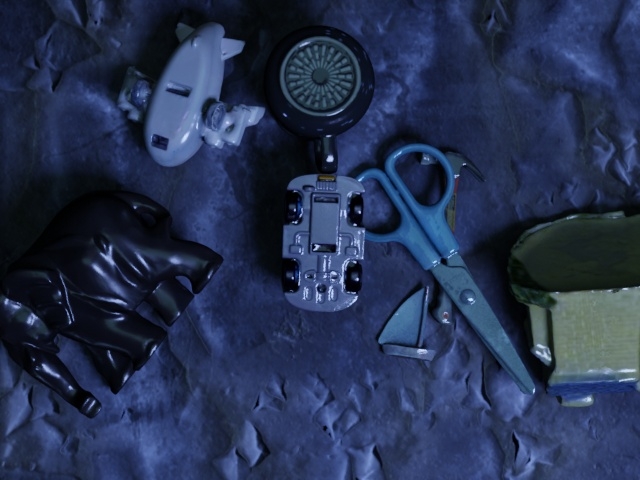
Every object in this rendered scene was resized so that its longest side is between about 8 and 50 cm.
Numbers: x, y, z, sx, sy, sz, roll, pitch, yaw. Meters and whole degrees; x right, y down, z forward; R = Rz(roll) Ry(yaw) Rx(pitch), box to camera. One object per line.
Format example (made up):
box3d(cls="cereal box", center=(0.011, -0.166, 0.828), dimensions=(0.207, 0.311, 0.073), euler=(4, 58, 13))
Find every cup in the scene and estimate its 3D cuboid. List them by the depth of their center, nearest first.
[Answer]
box3d(cls="cup", center=(-0.005, -0.212, 1.381), dimensions=(0.169, 0.176, 0.223), euler=(-5, 90, -8))

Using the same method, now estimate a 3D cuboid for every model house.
box3d(cls="model house", center=(0.467, 0.121, 1.399), dimensions=(0.321, 0.261, 0.266), euler=(-7, 113, 11))

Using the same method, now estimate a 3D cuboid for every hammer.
box3d(cls="hammer", center=(0.209, -0.005, 1.458), dimensions=(0.111, 0.033, 0.288), euler=(5, 86, -4))

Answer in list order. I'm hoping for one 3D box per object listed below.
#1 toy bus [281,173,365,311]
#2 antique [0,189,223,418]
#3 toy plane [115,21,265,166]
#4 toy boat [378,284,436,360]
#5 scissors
box3d(cls="toy bus", center=(0.000, 0.000, 1.384), dimensions=(0.126, 0.136, 0.210), euler=(2, 95, -6))
box3d(cls="antique", center=(-0.338, 0.076, 1.336), dimensions=(0.255, 0.185, 0.322), euler=(37, 83, -9))
box3d(cls="toy plane", center=(-0.205, -0.231, 1.400), dimensions=(0.244, 0.117, 0.245), euler=(-1, 83, 12))
box3d(cls="toy boat", center=(0.147, 0.132, 1.445), dimensions=(0.096, 0.034, 0.122), euler=(6, 80, 8))
box3d(cls="scissors", center=(0.213, 0.056, 1.416), dimensions=(0.192, 0.029, 0.447), euler=(-34, 82, 7))
